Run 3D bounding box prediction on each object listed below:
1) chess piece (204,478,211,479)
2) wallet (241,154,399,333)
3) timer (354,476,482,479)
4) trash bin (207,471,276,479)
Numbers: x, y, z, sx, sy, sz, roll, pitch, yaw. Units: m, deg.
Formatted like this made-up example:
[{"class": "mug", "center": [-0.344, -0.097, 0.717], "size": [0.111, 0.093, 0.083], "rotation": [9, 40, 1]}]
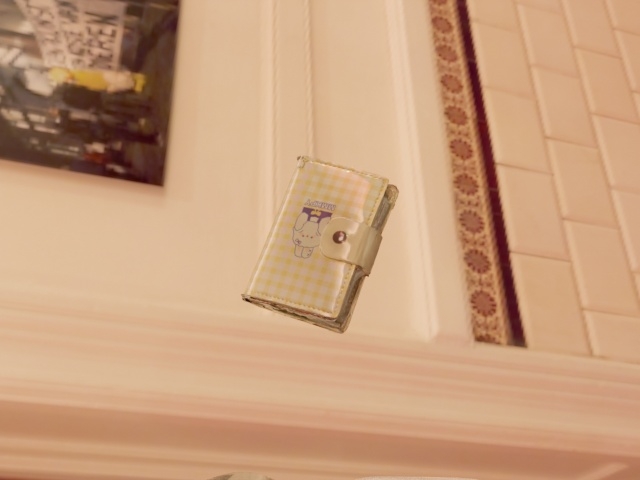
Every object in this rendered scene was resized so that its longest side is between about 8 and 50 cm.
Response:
[{"class": "chess piece", "center": [-0.193, 0.573, 1.622], "size": [0.261, 0.143, 0.142], "rotation": [91, 175, -51]}, {"class": "wallet", "center": [0.000, 0.000, 1.591], "size": [0.309, 0.223, 0.077], "rotation": [-68, -25, -17]}, {"class": "timer", "center": [0.130, 0.400, 1.021], "size": [0.087, 0.262, 0.237], "rotation": [-57, -42, -61]}, {"class": "trash bin", "center": [-0.118, 0.533, 1.251], "size": [0.432, 0.280, 0.280], "rotation": [-142, 62, -83]}]
